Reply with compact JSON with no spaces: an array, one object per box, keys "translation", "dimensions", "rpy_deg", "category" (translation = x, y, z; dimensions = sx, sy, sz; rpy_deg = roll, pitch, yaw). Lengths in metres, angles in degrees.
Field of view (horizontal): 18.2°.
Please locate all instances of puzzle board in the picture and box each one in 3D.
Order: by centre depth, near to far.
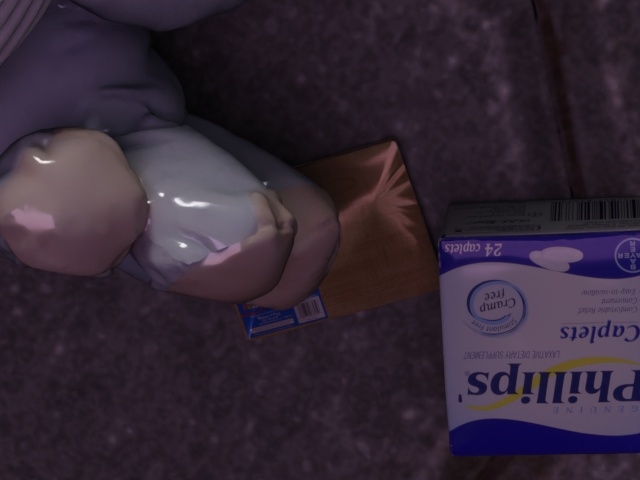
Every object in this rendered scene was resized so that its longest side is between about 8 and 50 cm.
[{"translation":[0.000,0.000,1.191],"dimensions":[0.128,0.011,0.096],"rpy_deg":[-16,106,13],"category":"puzzle board"}]

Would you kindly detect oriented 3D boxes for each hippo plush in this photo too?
[{"translation":[-0.101,-0.097,1.099],"dimensions":[0.234,0.294,0.236],"rpy_deg":[11,89,-36],"category":"hippo plush"}]

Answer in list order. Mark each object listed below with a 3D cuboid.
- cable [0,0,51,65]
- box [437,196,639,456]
[{"translation":[-0.233,-0.175,1.013],"dimensions":[0.257,0.089,0.257],"rpy_deg":[2,76,33],"category":"cable"},{"translation":[0.136,0.050,1.156],"dimensions":[0.126,0.072,0.137],"rpy_deg":[-2,108,9],"category":"box"}]
